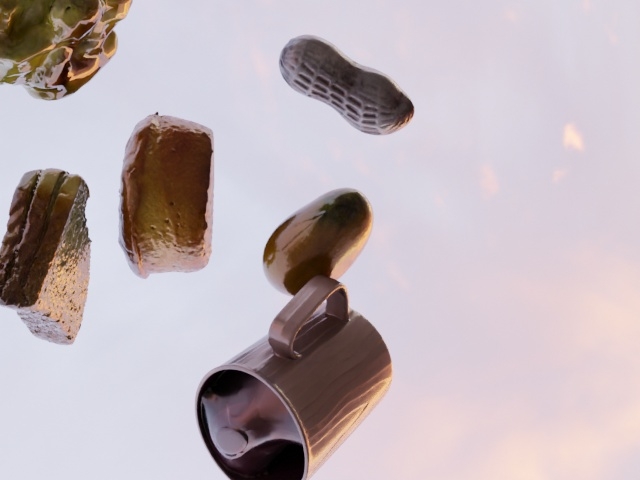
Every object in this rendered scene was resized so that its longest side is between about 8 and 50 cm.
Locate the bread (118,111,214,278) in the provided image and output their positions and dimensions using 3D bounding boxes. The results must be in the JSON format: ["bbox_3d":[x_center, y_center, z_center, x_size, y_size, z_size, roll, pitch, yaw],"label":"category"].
[{"bbox_3d":[-0.277,-0.075,1.380,0.172,0.312,0.312,5,-102,-5],"label":"bread"}]

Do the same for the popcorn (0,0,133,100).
[{"bbox_3d":[-0.407,-0.357,1.009,0.312,0.312,0.312,8,-101,-45],"label":"popcorn"}]

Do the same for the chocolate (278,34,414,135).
[{"bbox_3d":[0.029,-0.175,0.855,0.167,0.072,0.072,29,-119,-7],"label":"chocolate"}]

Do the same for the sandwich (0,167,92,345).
[{"bbox_3d":[-0.455,0.031,1.287,0.100,0.288,0.254,8,-113,0],"label":"sandwich"}]

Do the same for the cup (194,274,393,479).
[{"bbox_3d":[-0.044,0.208,1.158,0.273,0.208,0.288,-31,-71,-50],"label":"cup"}]

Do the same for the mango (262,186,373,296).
[{"bbox_3d":[0.002,0.001,1.179,0.120,0.221,0.151,55,-154,17],"label":"mango"}]
